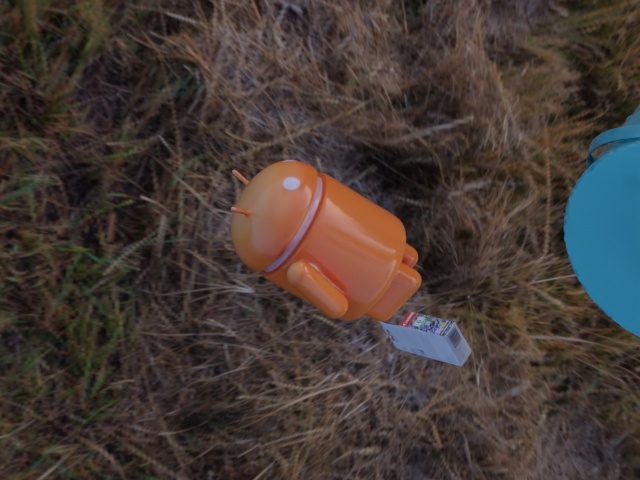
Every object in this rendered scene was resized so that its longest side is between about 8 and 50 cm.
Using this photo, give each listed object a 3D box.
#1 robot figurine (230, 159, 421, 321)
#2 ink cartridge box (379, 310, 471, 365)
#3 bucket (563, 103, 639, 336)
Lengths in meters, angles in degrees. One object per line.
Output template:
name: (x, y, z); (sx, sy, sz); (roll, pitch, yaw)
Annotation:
robot figurine: (0.000, 0.001, 1.074); (0.219, 0.128, 0.158); (30, 68, -19)
ink cartridge box: (0.136, 0.125, 1.362); (0.115, 0.063, 0.029); (11, 54, 45)
bucket: (0.404, -0.031, 1.093); (0.281, 0.183, 0.281); (22, 129, 29)
